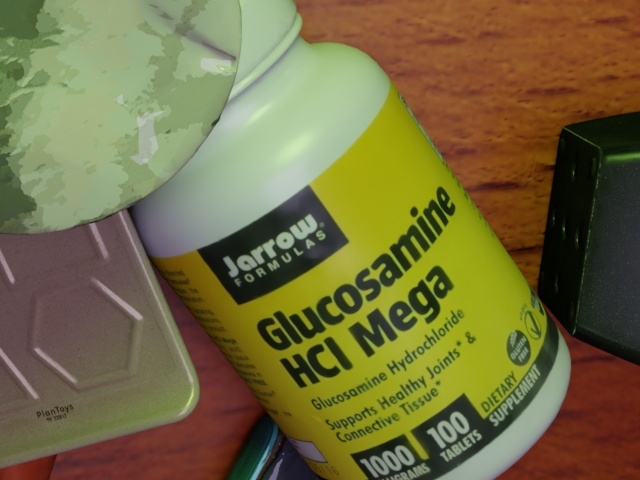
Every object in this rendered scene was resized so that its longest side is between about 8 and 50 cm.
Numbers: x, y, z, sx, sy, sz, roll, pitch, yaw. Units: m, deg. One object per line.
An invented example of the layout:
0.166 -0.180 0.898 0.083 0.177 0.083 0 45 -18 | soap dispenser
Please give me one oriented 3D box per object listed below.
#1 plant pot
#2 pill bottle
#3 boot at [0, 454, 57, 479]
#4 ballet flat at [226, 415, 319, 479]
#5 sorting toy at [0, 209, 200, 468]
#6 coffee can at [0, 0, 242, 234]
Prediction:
0.247 0.000 1.126 0.167 0.188 0.187 5 101 -6 | plant pot
0.000 0.000 1.042 0.188 0.188 0.334 -38 110 -5 | pill bottle
-0.168 0.113 1.071 0.084 0.059 0.158 15 100 13 | boot
-0.061 0.217 1.139 0.074 0.074 0.203 36 89 -20 | ballet flat
-0.191 0.031 1.008 0.193 0.038 0.208 -16 103 16 | sorting toy
-0.173 -0.155 0.885 0.201 0.275 0.201 -9 121 -16 | coffee can
